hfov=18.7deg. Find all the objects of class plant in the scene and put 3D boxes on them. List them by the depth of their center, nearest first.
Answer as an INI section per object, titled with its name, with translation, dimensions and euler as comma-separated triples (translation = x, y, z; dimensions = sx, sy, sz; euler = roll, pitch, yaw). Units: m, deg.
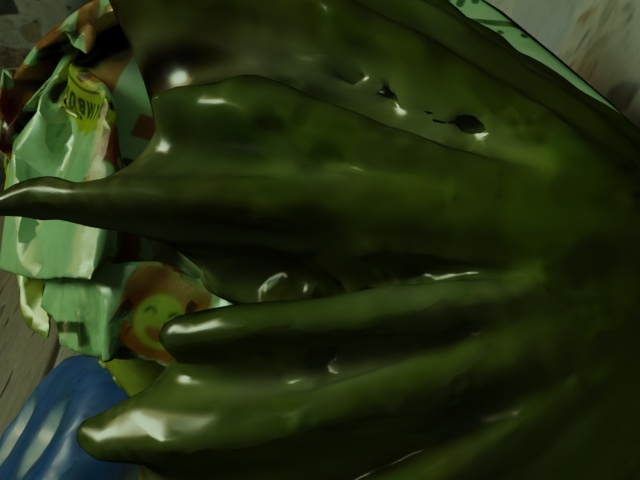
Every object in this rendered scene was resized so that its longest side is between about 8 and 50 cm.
[plant]
translation = 0.080, 0.026, 0.457
dimensions = 0.333, 0.251, 0.180
euler = -3, 42, 39

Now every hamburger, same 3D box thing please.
[hamburger]
translation = 0.002, 0.002, 0.700
dimensions = 0.214, 0.235, 0.125
euler = -31, -17, -28

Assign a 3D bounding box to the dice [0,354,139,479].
[dice]
translation = -0.071, 0.133, 0.763
dimensions = 0.146, 0.143, 0.146
euler = -65, 14, -10
